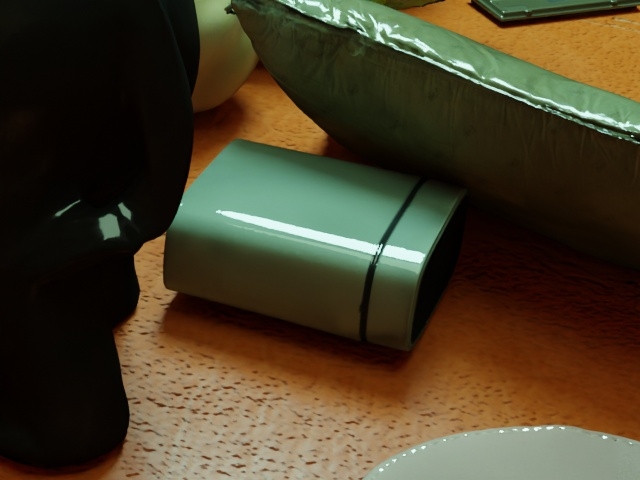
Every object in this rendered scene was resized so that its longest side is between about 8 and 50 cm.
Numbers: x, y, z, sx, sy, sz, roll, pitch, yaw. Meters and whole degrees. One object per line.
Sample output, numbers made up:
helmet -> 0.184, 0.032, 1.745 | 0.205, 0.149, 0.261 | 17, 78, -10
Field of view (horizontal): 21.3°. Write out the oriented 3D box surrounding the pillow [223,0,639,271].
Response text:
pillow -> 0.099, -0.055, 0.915 | 0.302, 0.075, 0.185 | 22, -10, 24

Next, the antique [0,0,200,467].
antique -> -0.177, -0.081, 0.788 | 0.322, 0.255, 0.185 | 24, 37, 31

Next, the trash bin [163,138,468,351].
trash bin -> 0.000, 0.000, 0.874 | 0.130, 0.059, 0.116 | 13, 27, 13

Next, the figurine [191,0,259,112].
figurine -> -0.126, -0.146, 1.051 | 0.196, 0.108, 0.114 | 20, 53, 27

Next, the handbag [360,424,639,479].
handbag -> 0.086, 0.163, 0.557 | 0.179, 0.116, 0.205 | 3, 30, -8

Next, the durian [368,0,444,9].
durian -> -0.019, -0.185, 1.123 | 0.375, 0.132, 0.106 | 0, 18, -1

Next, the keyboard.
keyboard -> 0.175, -0.180, 1.264 | 0.129, 0.015, 0.049 | -10, 39, -27
